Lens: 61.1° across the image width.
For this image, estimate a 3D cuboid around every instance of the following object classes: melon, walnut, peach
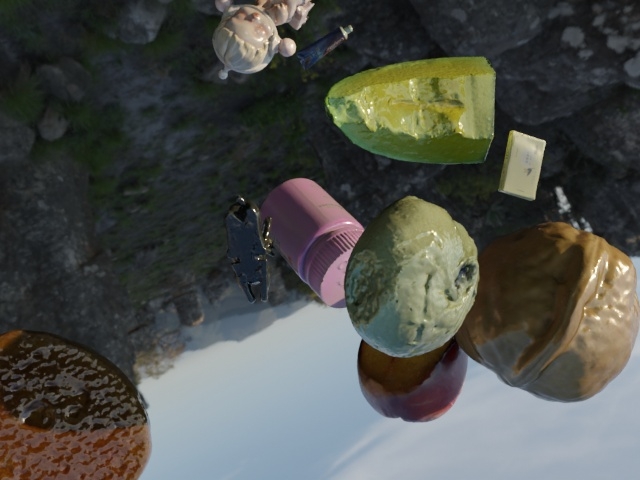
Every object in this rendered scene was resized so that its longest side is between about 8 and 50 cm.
[{"bbox_3d":[0.152,-0.232,0.945,0.324,0.196,0.124,-3,180,-13],"label":"melon"},{"bbox_3d":[0.472,0.144,1.141,0.381,0.381,0.381,-26,175,-2],"label":"walnut"},{"bbox_3d":[0.233,0.262,1.320,0.281,0.338,0.281,11,-177,-1],"label":"peach"}]

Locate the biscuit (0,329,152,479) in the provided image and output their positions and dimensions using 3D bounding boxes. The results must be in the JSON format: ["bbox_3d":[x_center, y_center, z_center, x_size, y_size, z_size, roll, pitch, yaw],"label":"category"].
[{"bbox_3d":[-0.371,0.259,0.713,0.257,0.273,0.049,-46,-176,-23],"label":"biscuit"}]

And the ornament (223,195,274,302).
[{"bbox_3d":[-0.138,-0.018,1.059,0.080,0.202,0.236,-8,-157,1],"label":"ornament"}]

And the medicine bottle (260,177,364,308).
[{"bbox_3d":[0.000,0.000,1.215,0.178,0.290,0.178,-21,133,-24],"label":"medicine bottle"}]

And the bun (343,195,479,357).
[{"bbox_3d":[0.126,0.054,0.687,0.221,0.221,0.108,-22,-147,-40],"label":"bun"}]

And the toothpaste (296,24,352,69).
[{"bbox_3d":[0.007,-0.263,0.731,0.083,0.027,0.019,-29,-148,15],"label":"toothpaste"}]

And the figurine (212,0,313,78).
[{"bbox_3d":[-0.141,-0.459,1.159,0.256,0.182,0.144,-48,-156,-14],"label":"figurine"}]

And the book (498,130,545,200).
[{"bbox_3d":[0.361,-0.133,0.968,0.077,0.111,0.014,12,178,-23],"label":"book"}]
